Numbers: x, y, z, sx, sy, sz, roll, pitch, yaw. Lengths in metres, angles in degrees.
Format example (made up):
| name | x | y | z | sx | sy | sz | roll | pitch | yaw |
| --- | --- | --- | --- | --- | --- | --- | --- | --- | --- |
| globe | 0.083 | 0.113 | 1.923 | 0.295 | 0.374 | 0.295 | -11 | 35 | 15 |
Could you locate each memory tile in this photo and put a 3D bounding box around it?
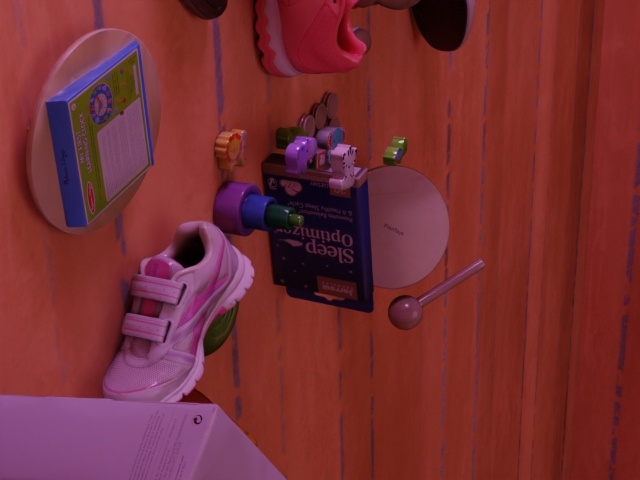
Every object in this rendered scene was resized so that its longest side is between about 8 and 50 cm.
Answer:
| name | x | y | z | sx | sy | sz | roll | pitch | yaw |
| --- | --- | --- | --- | --- | --- | --- | --- | --- | --- |
| memory tile | 0.001 | -0.124 | 1.834 | 0.113 | 0.012 | 0.148 | -50 | 142 | -49 |

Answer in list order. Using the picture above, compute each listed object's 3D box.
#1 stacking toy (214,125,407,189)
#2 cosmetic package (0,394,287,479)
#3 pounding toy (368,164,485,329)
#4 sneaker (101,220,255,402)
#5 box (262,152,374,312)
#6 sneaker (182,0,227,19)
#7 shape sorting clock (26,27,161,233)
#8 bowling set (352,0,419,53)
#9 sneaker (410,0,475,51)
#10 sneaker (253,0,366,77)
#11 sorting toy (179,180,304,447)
| name | x | y | z | sx | sy | sz | roll | pitch | yaw |
| --- | --- | --- | --- | --- | --- | --- | --- | --- | --- |
| stacking toy | -0.005 | -0.116 | 1.628 | 0.221 | 0.167 | 0.052 | -26 | 123 | -61 |
| cosmetic package | -0.149 | 0.275 | 1.251 | 0.377 | 0.284 | 0.097 | 55 | 44 | -46 |
| pounding toy | 0.106 | -0.001 | 1.988 | 0.183 | 0.110 | 0.237 | -40 | 104 | -13 |
| sneaker | -0.171 | 0.077 | 1.435 | 0.252 | 0.103 | 0.111 | -63 | 143 | -34 |
| box | 0.000 | 0.000 | 1.727 | 0.036 | 0.136 | 0.225 | -52 | 144 | -49 |
| sneaker | -0.120 | -0.310 | 1.405 | 0.188 | 0.071 | 0.066 | 73 | 36 | -46 |
| shape sorting clock | -0.221 | -0.107 | 1.298 | 0.206 | 0.040 | 0.206 | 14 | 90 | -69 |
| bowling set | 0.050 | -0.375 | 1.700 | 0.287 | 0.200 | 0.154 | -43 | 167 | 29 |
| sneaker | 0.199 | -0.436 | 2.032 | 0.123 | 0.105 | 0.290 | -53 | 144 | -42 |
| sneaker | -0.015 | -0.325 | 1.556 | 0.314 | 0.136 | 0.116 | 75 | 33 | -45 |
| sorting toy | -0.099 | 0.112 | 1.567 | 0.127 | 0.126 | 0.366 | 36 | 67 | -64 |
